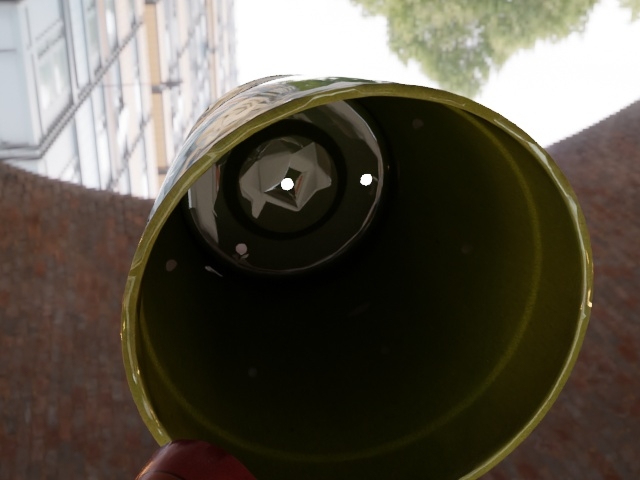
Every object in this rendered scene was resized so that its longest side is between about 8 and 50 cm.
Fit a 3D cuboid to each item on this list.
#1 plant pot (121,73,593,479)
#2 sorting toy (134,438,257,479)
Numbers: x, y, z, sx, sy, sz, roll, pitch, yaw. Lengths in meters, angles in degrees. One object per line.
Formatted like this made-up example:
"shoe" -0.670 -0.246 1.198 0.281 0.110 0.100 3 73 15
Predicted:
"plant pot" 0.000 0.000 0.907 0.367 0.366 0.353 -5 -158 -11
"sorting toy" -0.010 0.242 0.487 0.366 0.127 0.126 31 -152 30
